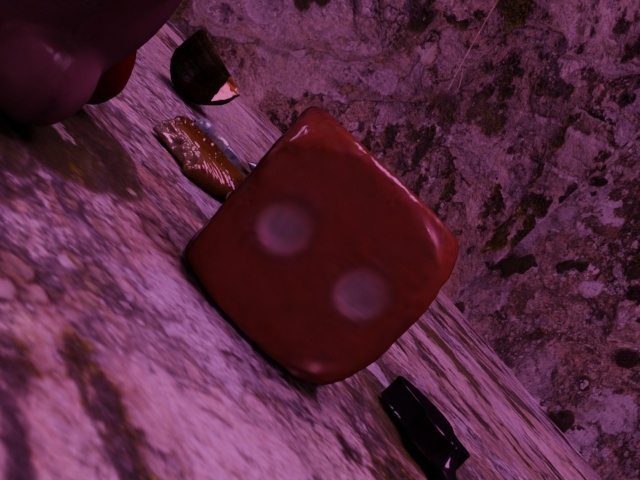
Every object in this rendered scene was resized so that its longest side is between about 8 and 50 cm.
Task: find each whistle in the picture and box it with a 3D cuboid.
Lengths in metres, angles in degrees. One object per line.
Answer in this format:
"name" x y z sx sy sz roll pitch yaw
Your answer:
"whistle" -0.162 -0.152 1.190 0.100 0.035 0.035 45 6 -19

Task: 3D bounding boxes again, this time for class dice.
"dice" 0.000 0.000 0.662 0.179 0.175 0.174 46 7 -9

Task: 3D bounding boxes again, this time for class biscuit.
"biscuit" -0.160 -0.119 1.015 0.176 0.031 0.229 41 8 -47

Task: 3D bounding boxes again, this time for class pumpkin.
"pumpkin" -0.225 -0.311 1.453 0.119 0.107 0.183 55 0 11

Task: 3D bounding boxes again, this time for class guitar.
"guitar" 0.119 0.214 0.717 0.084 0.038 0.271 42 7 -19

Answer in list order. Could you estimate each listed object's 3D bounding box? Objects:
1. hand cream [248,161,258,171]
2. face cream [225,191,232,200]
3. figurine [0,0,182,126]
"hand cream" -0.064 -0.081 1.359 0.170 0.043 0.065 41 2 -8
"face cream" -0.086 -0.038 0.973 0.034 0.034 0.130 48 7 18
"figurine" -0.197 -0.235 0.589 0.211 0.269 0.261 45 17 -14
